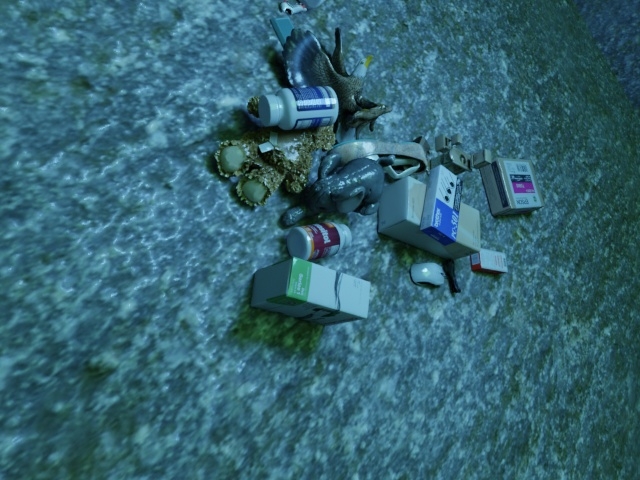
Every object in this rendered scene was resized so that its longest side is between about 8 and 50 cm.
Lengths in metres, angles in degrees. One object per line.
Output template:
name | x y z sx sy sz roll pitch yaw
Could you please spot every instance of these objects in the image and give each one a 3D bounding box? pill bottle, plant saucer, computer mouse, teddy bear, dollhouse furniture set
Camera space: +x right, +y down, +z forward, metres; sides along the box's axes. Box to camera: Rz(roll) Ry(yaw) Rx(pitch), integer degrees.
pill bottle | 0.000 0.000 1.242 0.152 0.086 0.086 -11 83 -40
plant saucer | -0.072 -0.535 1.409 0.067 0.018 0.192 -28 92 -40
computer mouse | 0.346 0.103 1.504 0.193 0.042 0.105 6 73 -36
teddy bear | -0.108 -0.226 1.237 0.245 0.113 0.337 35 64 -16
dollhouse furniture set | 0.433 -0.299 1.613 0.101 0.182 0.160 17 66 -33
pill bottle | -0.052 -0.305 1.168 0.170 0.094 0.094 -12 83 -28

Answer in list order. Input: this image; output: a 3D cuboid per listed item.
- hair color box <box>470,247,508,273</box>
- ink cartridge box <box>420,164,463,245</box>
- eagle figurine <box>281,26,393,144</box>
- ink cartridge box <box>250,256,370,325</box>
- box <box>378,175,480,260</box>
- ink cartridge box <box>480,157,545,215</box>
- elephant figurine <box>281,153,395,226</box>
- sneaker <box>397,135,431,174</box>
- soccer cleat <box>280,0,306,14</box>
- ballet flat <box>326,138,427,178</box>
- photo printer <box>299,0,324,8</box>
hair color box | 0.558 0.070 1.678 0.141 0.043 0.071 10 69 -34
ink cartridge box | 0.338 -0.099 1.401 0.097 0.046 0.207 30 59 -25
eagle figurine | 0.054 -0.429 1.378 0.225 0.226 0.298 -44 76 -3
ink cartridge box | -0.020 0.121 1.138 0.220 0.160 0.092 20 65 -31
box | 0.322 -0.058 1.487 0.311 0.121 0.147 18 65 -32
ink cartridge box | 0.701 -0.196 1.849 0.235 0.088 0.193 -6 78 -39
elephant figurine | 0.044 -0.124 1.246 0.240 0.170 0.185 -12 110 -48
sneaker | 0.301 -0.247 1.570 0.071 0.066 0.188 45 54 -20
soccer cleat | -0.077 -0.656 1.440 0.083 0.029 0.035 -1 85 -35
ballet flat | 0.170 -0.217 1.398 0.316 0.107 0.106 -8 64 -25
photo printer | -0.016 -0.860 1.500 0.256 0.107 0.307 47 53 -16
